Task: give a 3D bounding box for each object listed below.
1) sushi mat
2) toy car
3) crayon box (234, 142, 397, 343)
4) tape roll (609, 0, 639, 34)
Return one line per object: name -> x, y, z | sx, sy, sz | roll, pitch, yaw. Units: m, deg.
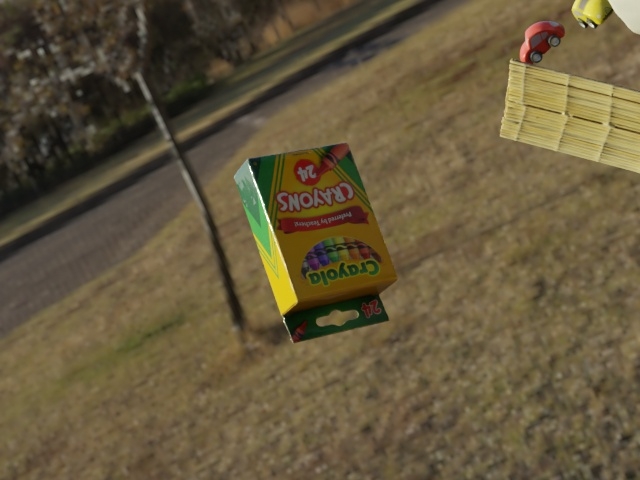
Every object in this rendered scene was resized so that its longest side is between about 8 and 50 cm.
sushi mat -> 0.427, -0.174, 1.918 | 0.317, 0.151, 0.019 | 16, 45, 13
toy car -> 0.456, -0.429, 2.280 | 0.239, 0.053, 0.225 | -27, 26, 54
crayon box -> 0.000, 0.000, 2.196 | 0.202, 0.318, 0.081 | -12, -17, -29
tape roll -> 0.368, -0.337, 1.231 | 0.100, 0.286, 0.286 | 7, 31, 44
